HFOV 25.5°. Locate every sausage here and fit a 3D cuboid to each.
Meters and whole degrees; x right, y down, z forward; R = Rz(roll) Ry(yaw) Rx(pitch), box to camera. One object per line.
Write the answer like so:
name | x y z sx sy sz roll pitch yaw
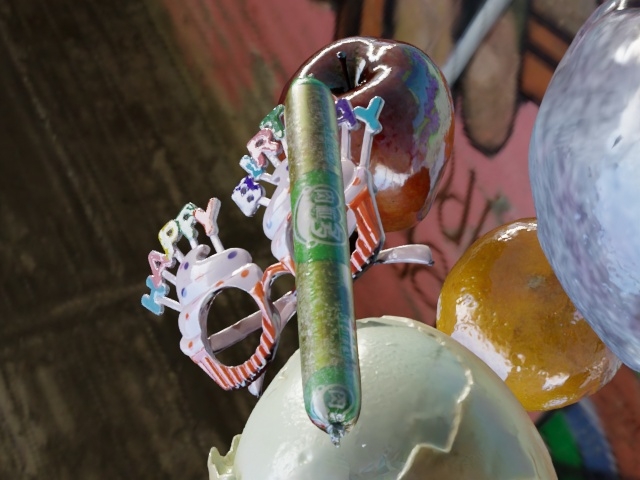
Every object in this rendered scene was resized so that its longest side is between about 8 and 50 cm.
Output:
sausage | 0.000 0.000 0.800 0.033 0.033 0.269 9 -131 -15

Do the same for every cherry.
cherry | 0.179 -0.029 0.628 0.195 0.195 0.195 9 -122 -15

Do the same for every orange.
orange | 0.252 0.088 1.646 0.240 0.171 0.240 -11 -132 13

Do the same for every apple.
apple | 0.056 -0.125 1.647 0.234 0.234 0.234 9 -122 -15

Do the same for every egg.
egg | 0.050 0.167 0.871 0.201 0.201 0.244 -39 -87 -33

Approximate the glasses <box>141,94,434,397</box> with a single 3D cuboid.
glasses | -0.025 0.000 1.059 0.162 0.255 0.095 56 -160 25
